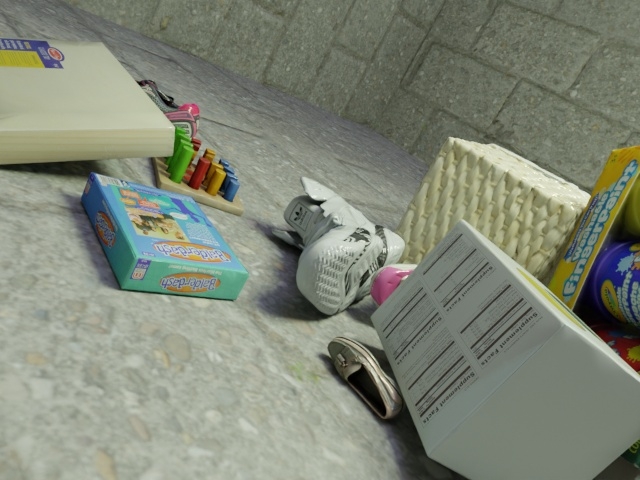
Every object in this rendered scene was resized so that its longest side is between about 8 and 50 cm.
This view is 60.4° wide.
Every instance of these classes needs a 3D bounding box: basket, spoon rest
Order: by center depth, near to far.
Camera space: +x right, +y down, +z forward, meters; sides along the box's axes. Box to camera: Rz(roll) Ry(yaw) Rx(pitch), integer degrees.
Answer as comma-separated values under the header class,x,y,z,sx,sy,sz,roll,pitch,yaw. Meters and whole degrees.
class,x,y,z,sx,sy,sz,roll,pitch,yaw
spoon rest,0.421,0.339,0.741,0.137,0.084,0.276,41,8,29
basket,0.372,-0.011,1.177,0.328,0.331,0.266,40,23,30

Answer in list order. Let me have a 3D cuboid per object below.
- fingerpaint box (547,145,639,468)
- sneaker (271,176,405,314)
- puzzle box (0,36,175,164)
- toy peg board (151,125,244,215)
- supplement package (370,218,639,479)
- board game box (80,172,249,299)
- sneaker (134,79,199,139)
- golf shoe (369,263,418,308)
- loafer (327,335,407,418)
class,x,y,z,sx,sy,sz,roll,pitch,yaw
fingerpaint box,0.500,0.077,0.802,0.163,0.445,0.371,24,2,-4
sneaker,0.000,0.000,0.904,0.210,0.137,0.366,34,13,17
puzzle box,-0.435,-0.240,0.885,0.272,0.052,0.409,-9,39,-33
toy peg board,-0.217,-0.136,1.020,0.160,0.079,0.161,19,21,-29
supplement package,0.223,0.145,0.686,0.199,0.198,0.263,35,15,-22
board game box,-0.210,-0.007,0.732,0.160,0.047,0.210,13,24,-42
sneaker,-0.383,-0.284,1.117,0.299,0.112,0.121,27,19,-3
golf shoe,0.168,0.094,0.967,0.306,0.115,0.140,21,9,-45
loafer,0.051,0.166,0.674,0.125,0.045,0.039,41,28,26
